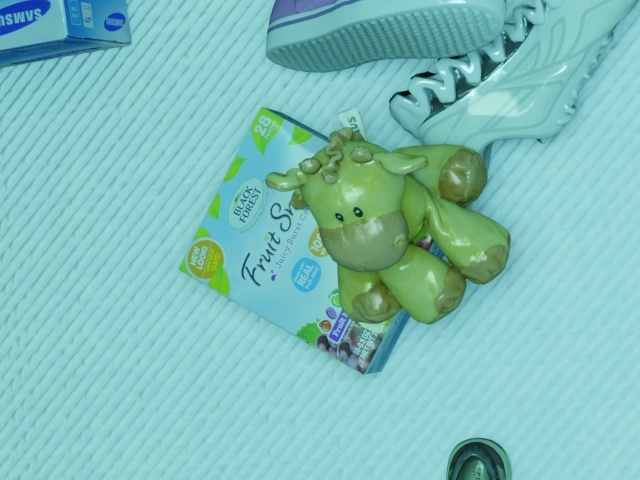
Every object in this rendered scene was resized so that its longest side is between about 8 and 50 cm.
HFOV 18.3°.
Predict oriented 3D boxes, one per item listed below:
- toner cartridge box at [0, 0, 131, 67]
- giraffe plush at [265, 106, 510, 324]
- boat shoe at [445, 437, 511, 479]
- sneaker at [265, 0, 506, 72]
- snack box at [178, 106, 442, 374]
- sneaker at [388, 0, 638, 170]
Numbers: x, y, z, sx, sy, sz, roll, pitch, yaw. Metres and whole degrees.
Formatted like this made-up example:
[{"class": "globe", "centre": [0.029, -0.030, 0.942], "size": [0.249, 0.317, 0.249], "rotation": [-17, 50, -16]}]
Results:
[{"class": "toner cartridge box", "centre": [-0.373, -0.196, 1.901], "size": [0.347, 0.165, 0.075], "rotation": [-8, 92, 16]}, {"class": "giraffe plush", "centre": [0.048, -0.031, 1.701], "size": [0.181, 0.170, 0.210], "rotation": [-37, 79, 10]}, {"class": "boat shoe", "centre": [0.137, 0.291, 1.788], "size": [0.080, 0.073, 0.224], "rotation": [-1, 88, 16]}, {"class": "sneaker", "centre": [0.059, -0.244, 1.762], "size": [0.282, 0.102, 0.161], "rotation": [0, 72, 48]}, {"class": "snack box", "centre": [0.000, 0.000, 1.838], "size": [0.207, 0.070, 0.174], "rotation": [28, 96, 16]}, {"class": "sneaker", "centre": [0.205, -0.162, 1.773], "size": [0.292, 0.110, 0.118], "rotation": [-36, 87, 21]}]
